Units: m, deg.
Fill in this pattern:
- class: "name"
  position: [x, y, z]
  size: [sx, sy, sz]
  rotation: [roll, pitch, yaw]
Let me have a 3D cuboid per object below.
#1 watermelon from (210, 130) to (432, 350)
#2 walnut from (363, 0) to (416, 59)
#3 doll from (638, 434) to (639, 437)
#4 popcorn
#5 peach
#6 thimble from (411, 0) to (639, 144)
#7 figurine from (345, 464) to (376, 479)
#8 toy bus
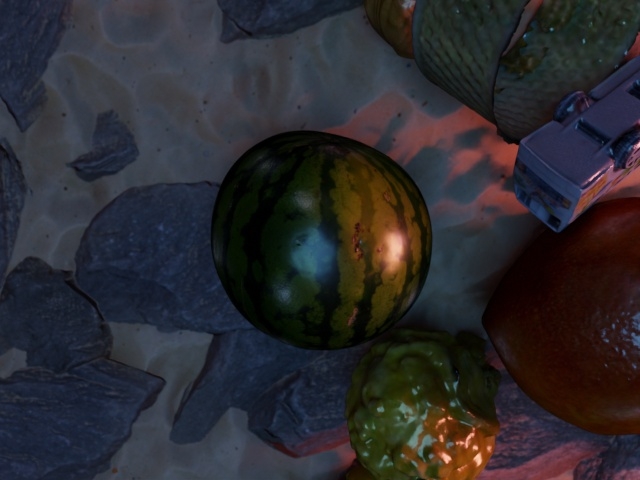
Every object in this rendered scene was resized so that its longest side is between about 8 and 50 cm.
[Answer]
- class: "watermelon"
  position: [0.000, 0.000, 0.953]
  size: [0.285, 0.285, 0.285]
  rotation: [1, 103, 3]
- class: "walnut"
  position: [0.132, -0.328, 0.948]
  size: [0.144, 0.144, 0.180]
  rotation: [33, 113, -5]
- class: "doll"
  position: [0.560, 0.280, 1.093]
  size: [0.205, 0.067, 0.110]
  rotation: [0, 113, 14]
- class: "popcorn"
  position: [0.159, 0.227, 1.029]
  size: [0.266, 0.192, 0.233]
  rotation: [-33, 82, -34]
- class: "peach"
  position: [0.379, 0.101, 0.957]
  size: [0.332, 0.308, 0.308]
  rotation: [-9, 102, 10]
- class: "thimble"
  position: [0.248, -0.262, 0.877]
  size: [0.150, 0.270, 0.271]
  rotation: [44, 105, 35]
- class: "figurine"
  position: [0.040, 0.473, 1.091]
  size: [0.343, 0.215, 0.187]
  rotation: [-41, 124, 9]
- class: "toy bus"
  position: [0.384, -0.147, 0.917]
  size: [0.329, 0.136, 0.109]
  rotation: [-35, 61, -17]
